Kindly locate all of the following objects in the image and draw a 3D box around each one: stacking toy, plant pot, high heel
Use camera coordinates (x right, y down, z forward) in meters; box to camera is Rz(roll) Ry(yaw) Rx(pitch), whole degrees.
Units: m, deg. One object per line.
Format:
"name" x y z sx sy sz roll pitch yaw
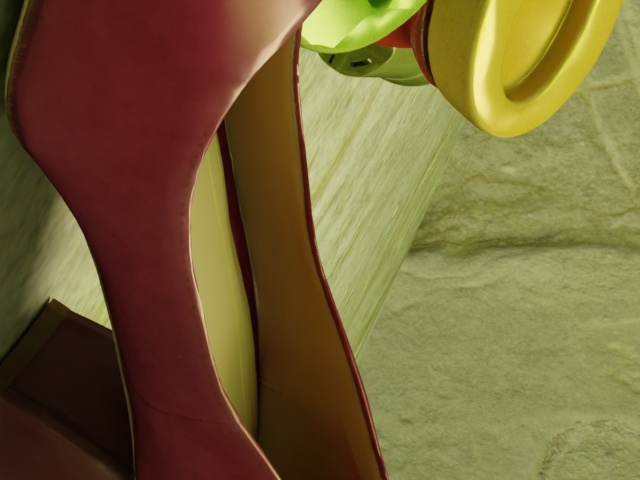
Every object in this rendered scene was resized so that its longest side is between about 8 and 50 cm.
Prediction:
"stacking toy" 0.043 -0.209 0.640 0.279 0.130 0.309 -2 118 -54
"plant pot" 0.033 -0.120 0.879 0.079 0.083 0.083 -28 145 -59
"high heel" 0.000 0.000 0.494 0.127 0.181 0.377 -60 173 -42
